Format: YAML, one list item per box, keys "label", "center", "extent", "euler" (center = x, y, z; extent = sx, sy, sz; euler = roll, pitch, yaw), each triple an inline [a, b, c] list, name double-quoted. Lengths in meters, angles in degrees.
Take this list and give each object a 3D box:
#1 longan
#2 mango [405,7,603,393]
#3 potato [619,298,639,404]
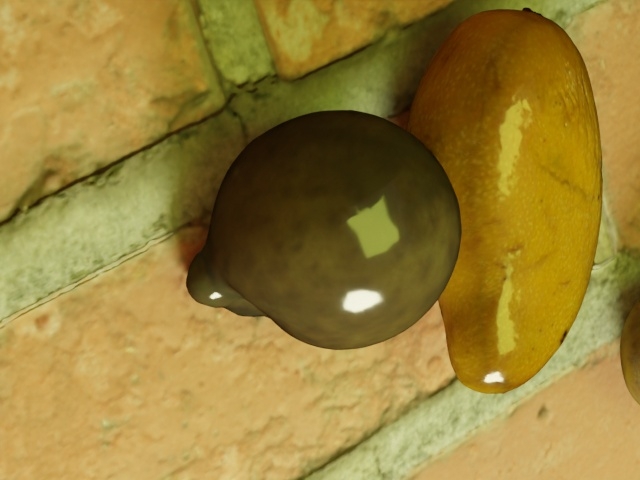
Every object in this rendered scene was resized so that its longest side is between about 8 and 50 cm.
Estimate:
- label: "longan"
  center: [0.000, 0.000, 1.234]
  extent: [0.204, 0.159, 0.185]
  euler: [-20, 129, 8]
- label: "mango"
  center: [0.140, -0.033, 1.344]
  extent: [0.177, 0.120, 0.295]
  euler: [-5, 102, -42]
- label: "potato"
  center: [0.338, 0.099, 1.500]
  extent: [0.176, 0.137, 0.137]
  euler: [12, 91, -14]
